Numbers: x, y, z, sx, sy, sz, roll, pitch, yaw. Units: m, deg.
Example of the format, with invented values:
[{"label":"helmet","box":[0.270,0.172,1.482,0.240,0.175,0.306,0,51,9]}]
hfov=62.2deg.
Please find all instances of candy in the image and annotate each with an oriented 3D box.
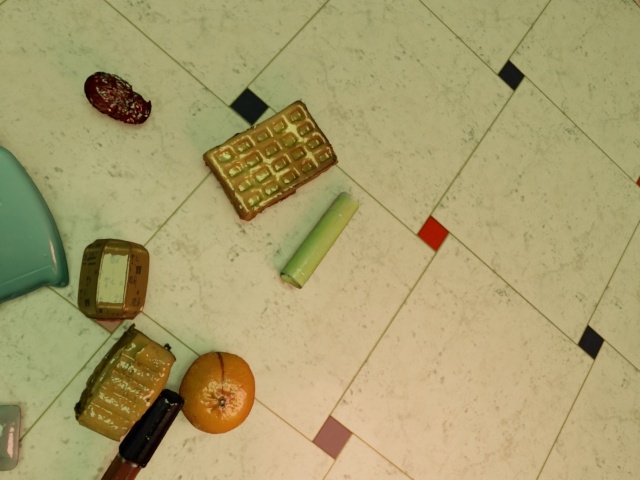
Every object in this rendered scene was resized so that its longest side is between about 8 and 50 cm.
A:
[{"label":"candy","box":[-0.744,0.429,1.138,0.174,0.071,0.138,1,80,-18]}]

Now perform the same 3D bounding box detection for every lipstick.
[{"label":"lipstick","box":[0.000,0.000,1.470,0.076,0.076,0.304,40,70,-9]},{"label":"lipstick","box":[-0.445,0.520,1.180,0.077,0.077,0.418,34,87,-10]}]

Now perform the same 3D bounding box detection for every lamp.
[{"label":"lamp","box":[-0.484,0.093,1.247,0.161,0.161,0.185,8,80,-18]}]

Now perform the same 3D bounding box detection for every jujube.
[{"label":"jujube","box":[-0.516,-0.352,1.344,0.166,0.104,0.104,36,71,-18]}]

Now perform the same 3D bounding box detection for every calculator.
[{"label":"calculator","box":[-0.720,-0.023,1.148,0.256,0.054,0.386,-24,115,-21]}]

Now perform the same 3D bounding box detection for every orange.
[{"label":"orange","box":[-0.244,0.364,1.275,0.193,0.161,0.193,6,76,-28]}]

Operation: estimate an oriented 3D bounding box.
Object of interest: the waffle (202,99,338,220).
[{"label":"waffle","box":[-0.134,-0.221,1.454,0.328,0.098,0.224,-35,91,-19]}]

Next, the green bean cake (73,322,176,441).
[{"label":"green bean cake","box":[-0.433,0.312,1.186,0.131,0.230,0.224,37,73,-16]}]
